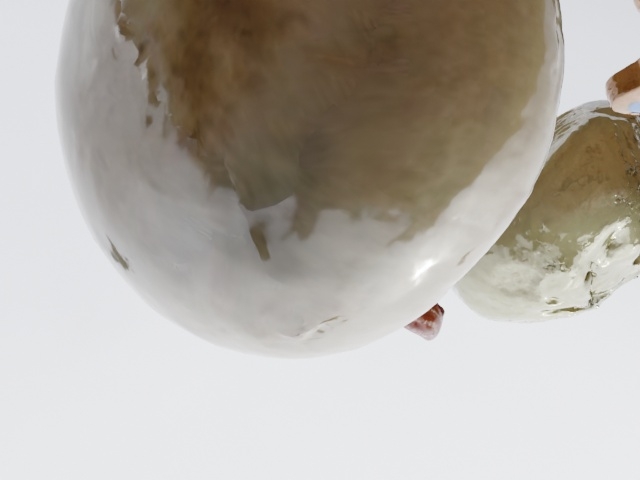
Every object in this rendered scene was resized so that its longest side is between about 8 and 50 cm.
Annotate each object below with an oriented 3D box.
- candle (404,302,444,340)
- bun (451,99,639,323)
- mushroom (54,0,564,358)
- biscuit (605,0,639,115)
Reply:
[{"bbox_3d":[0.000,0.000,1.186,0.329,0.051,0.048,35,-169,-15],"label":"candle"},{"bbox_3d":[0.309,-0.017,1.483,0.326,0.362,0.234,-37,-94,-10],"label":"bun"},{"bbox_3d":[-0.003,-0.065,0.470,0.178,0.226,0.226,9,-140,-39],"label":"mushroom"},{"bbox_3d":[0.360,-0.201,0.976,0.205,0.324,0.049,-7,-119,-11],"label":"biscuit"}]
